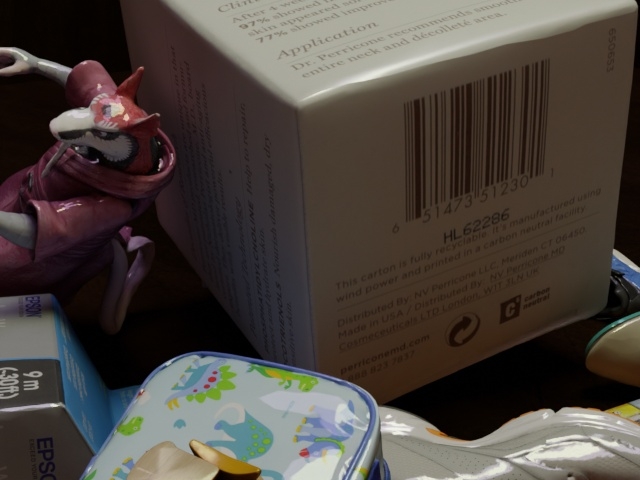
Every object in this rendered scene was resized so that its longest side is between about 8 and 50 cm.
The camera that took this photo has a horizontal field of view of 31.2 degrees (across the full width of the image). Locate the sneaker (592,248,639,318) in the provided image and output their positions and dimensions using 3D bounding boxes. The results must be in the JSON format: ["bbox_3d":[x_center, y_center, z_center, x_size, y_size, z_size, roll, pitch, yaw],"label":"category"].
[{"bbox_3d":[0.308,0.045,1.276,0.084,0.058,0.152,0,21,-31],"label":"sneaker"}]

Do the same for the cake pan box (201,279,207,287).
[{"bbox_3d":[0.000,0.000,1.368,0.267,0.070,0.246,-1,10,9],"label":"cake pan box"}]

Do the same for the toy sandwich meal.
[{"bbox_3d":[-0.070,0.145,0.650,0.085,0.029,0.085,-3,37,2],"label":"toy sandwich meal"}]

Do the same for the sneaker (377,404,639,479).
[{"bbox_3d":[0.115,0.184,0.792,0.262,0.099,0.121,-3,23,17],"label":"sneaker"}]

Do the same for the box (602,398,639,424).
[{"bbox_3d":[0.333,0.165,0.910,0.233,0.044,0.159,-11,20,-32],"label":"box"}]

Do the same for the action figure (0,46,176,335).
[{"bbox_3d":[-0.221,-0.021,1.038,0.275,0.248,0.370,32,-38,-23],"label":"action figure"}]

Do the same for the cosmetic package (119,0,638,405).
[{"bbox_3d":[0.039,-0.106,1.096,0.329,0.327,0.394,-19,37,-20],"label":"cosmetic package"}]

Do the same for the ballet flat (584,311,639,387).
[{"bbox_3d":[0.359,0.102,1.076,0.248,0.086,0.086,-9,19,-32],"label":"ballet flat"}]

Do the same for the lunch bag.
[{"bbox_3d":[-0.059,0.174,0.707,0.176,0.090,0.219,8,40,20],"label":"lunch bag"}]

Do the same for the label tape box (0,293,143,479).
[{"bbox_3d":[-0.265,0.130,0.905,0.347,0.115,0.249,-6,17,-14],"label":"label tape box"}]
